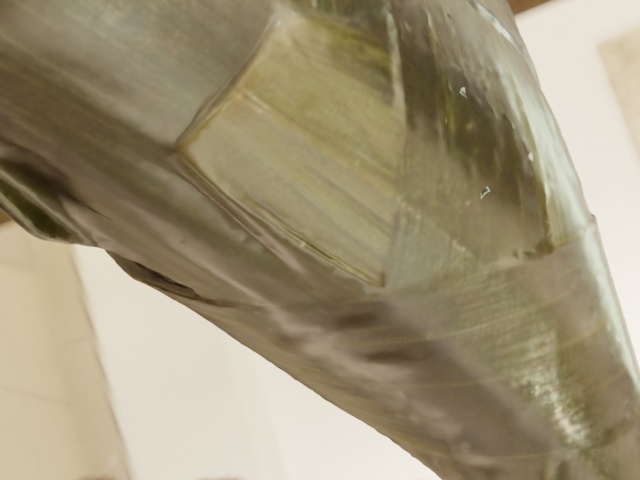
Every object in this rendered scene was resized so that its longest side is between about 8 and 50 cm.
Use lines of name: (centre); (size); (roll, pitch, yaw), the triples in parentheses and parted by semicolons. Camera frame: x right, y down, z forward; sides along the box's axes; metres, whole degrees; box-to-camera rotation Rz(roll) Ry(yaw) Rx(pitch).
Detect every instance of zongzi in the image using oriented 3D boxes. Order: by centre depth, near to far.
zongzi: (0.000, 0.000, 0.777); (0.403, 0.208, 0.432); (11, 47, -59)
